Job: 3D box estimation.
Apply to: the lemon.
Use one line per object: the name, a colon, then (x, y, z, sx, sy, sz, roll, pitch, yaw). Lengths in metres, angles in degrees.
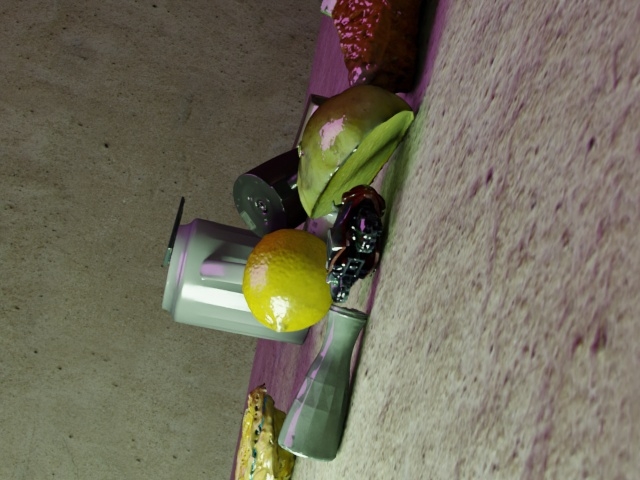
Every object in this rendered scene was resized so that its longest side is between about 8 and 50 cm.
lemon: (-0.055, 0.076, 1.665, 0.178, 0.178, 0.203, 112, 171, -58)

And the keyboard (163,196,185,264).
keyboard: (-0.327, -0.023, 2.042, 0.176, 0.014, 0.055, -85, 11, -48)

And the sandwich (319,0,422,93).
sandwich: (0.079, -0.345, 1.384, 0.250, 0.162, 0.301, 104, 178, -56)

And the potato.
potato: (0.028, -0.141, 1.319, 0.160, 0.111, 0.272, -33, -12, -25)

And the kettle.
kettle: (-0.034, -0.126, 1.785, 0.232, 0.144, 0.202, -37, -4, -37)

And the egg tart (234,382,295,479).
egg tart: (-0.103, 0.418, 1.767, 0.291, 0.107, 0.291, -171, 90, -81)

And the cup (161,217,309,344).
cup: (-0.171, 0.088, 2.006, 0.323, 0.327, 0.237, 147, 136, -79)

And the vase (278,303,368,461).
vase: (0.010, 0.198, 1.289, 0.086, 0.086, 0.214, -166, 93, -84)

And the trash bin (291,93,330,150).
trash bin: (-0.012, -0.211, 2.171, 0.243, 0.121, 0.247, -96, 22, -73)

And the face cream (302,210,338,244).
face cream: (0.000, 0.000, 1.773, 0.269, 0.082, 0.082, 109, 171, -52)

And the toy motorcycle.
toy motorcycle: (0.045, 0.000, 1.336, 0.213, 0.082, 0.122, 113, 167, -54)
